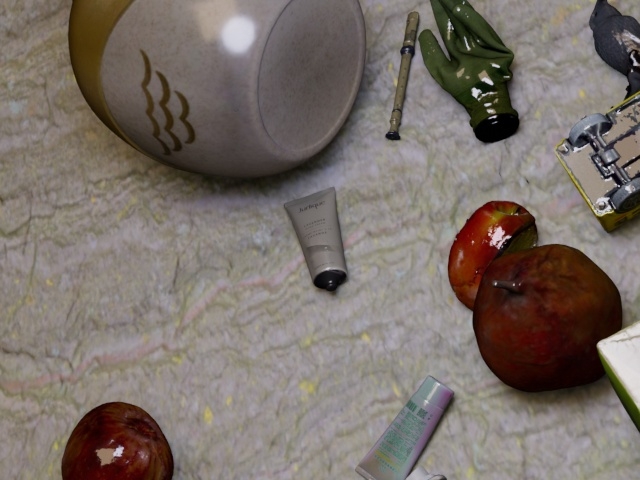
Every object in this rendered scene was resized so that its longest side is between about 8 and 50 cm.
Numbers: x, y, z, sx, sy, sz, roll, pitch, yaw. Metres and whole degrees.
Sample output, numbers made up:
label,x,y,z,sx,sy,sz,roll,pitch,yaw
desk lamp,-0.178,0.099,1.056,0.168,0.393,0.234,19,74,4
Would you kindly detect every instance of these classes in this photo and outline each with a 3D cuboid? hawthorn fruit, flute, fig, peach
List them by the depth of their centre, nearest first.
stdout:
label,x,y,z,sx,sy,sz,roll,pitch,yaw
hawthorn fruit,0.293,0.098,1.739,0.208,0.248,0.208,-10,66,23
peach,0.241,0.017,1.887,0.092,0.127,0.172,37,109,22
fig,-0.318,0.352,1.916,0.175,0.175,0.207,44,101,31
flute,0.135,-0.270,2.096,0.027,0.027,0.233,2,67,22

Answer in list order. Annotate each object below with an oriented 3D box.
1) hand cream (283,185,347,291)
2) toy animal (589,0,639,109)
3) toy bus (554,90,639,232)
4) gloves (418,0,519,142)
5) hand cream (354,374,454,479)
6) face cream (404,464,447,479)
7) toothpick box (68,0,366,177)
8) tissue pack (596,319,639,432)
label,x,y,z,sx,sy,sz,roll,pitch,yaw
hand cream,0.000,0.000,2.012,0.087,0.054,0.186,-19,55,7
toy animal,0.477,-0.292,1.941,0.117,0.121,0.210,-8,56,-1
toy bus,0.509,-0.152,1.829,0.330,0.152,0.144,-32,65,7
gloves,0.233,-0.280,2.020,0.135,0.107,0.268,-24,77,18
hand cream,0.124,0.275,1.843,0.076,0.047,0.174,33,90,29
face cream,0.205,0.418,1.724,0.073,0.073,0.283,-40,59,0
toothpick box,-0.176,-0.313,2.019,0.425,0.409,0.409,19,74,32
tissue pack,0.475,0.209,1.601,0.167,0.274,0.200,-32,60,5
